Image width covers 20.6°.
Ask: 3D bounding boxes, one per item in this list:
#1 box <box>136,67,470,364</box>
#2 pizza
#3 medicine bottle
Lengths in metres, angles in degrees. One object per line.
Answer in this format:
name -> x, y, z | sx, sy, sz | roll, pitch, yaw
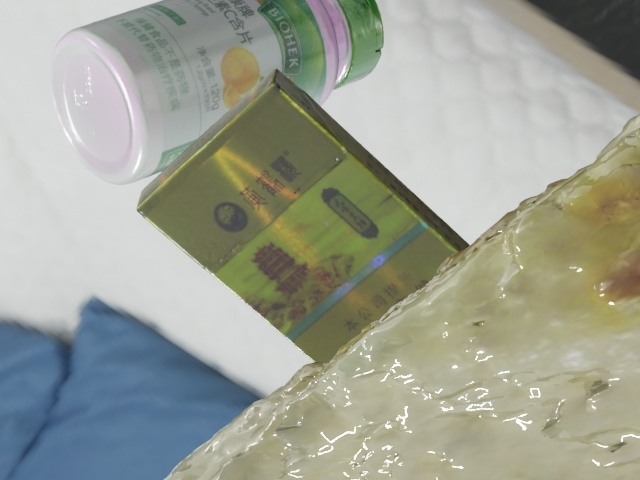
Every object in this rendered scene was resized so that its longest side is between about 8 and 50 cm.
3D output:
box -> 0.000, 0.000, 1.071 | 0.193, 0.030, 0.121 | 41, 113, -19
pizza -> 0.074, 0.055, 0.414 | 0.262, 0.034, 0.181 | -13, 107, 21
medicine bottle -> -0.078, -0.148, 1.465 | 0.133, 0.274, 0.133 | 28, 130, 40
